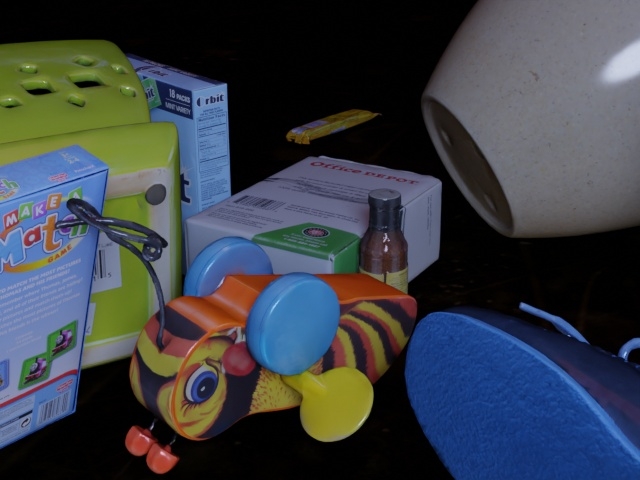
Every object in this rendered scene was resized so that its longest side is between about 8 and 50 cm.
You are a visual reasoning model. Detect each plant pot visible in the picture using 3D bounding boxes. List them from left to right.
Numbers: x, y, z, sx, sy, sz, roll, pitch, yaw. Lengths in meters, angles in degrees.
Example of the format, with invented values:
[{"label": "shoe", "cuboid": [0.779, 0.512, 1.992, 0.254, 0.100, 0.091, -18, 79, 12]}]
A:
[{"label": "plant pot", "cuboid": [-0.229, -0.016, 0.878, 0.228, 0.227, 0.207, -12, 31, -28]}]

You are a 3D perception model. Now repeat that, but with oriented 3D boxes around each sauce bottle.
[{"label": "sauce bottle", "cuboid": [0.052, 0.022, 0.900, 0.042, 0.128, 0.042, 2, 21, -1]}]

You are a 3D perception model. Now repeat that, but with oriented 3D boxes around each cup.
[{"label": "cup", "cuboid": [0.243, -0.133, 1.105, 0.237, 0.331, 0.331, -32, 29, -6]}]

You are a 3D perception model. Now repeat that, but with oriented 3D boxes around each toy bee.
[{"label": "toy bee", "cuboid": [-0.070, 0.078, 0.776, 0.298, 0.162, 0.195, 19, 7, -25]}]

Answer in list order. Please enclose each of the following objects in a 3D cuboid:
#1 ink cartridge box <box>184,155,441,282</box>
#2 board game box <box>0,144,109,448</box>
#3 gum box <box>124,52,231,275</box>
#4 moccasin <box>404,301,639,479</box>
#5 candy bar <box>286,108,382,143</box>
[{"label": "ink cartridge box", "cuboid": [0.000, 0.000, 1.006, 0.153, 0.087, 0.208, 13, 26, 29]}, {"label": "board game box", "cuboid": [-0.217, 0.054, 0.709, 0.039, 0.211, 0.160, 35, 37, 27]}, {"label": "gum box", "cuboid": [-0.147, -0.070, 1.049, 0.041, 0.184, 0.157, -18, 29, -38]}, {"label": "moccasin", "cuboid": [0.196, 0.145, 0.640, 0.117, 0.137, 0.342, -15, 40, -42]}, {"label": "candy bar", "cuboid": [0.017, -0.153, 1.471, 0.040, 0.018, 0.161, 14, 26, 38]}]
